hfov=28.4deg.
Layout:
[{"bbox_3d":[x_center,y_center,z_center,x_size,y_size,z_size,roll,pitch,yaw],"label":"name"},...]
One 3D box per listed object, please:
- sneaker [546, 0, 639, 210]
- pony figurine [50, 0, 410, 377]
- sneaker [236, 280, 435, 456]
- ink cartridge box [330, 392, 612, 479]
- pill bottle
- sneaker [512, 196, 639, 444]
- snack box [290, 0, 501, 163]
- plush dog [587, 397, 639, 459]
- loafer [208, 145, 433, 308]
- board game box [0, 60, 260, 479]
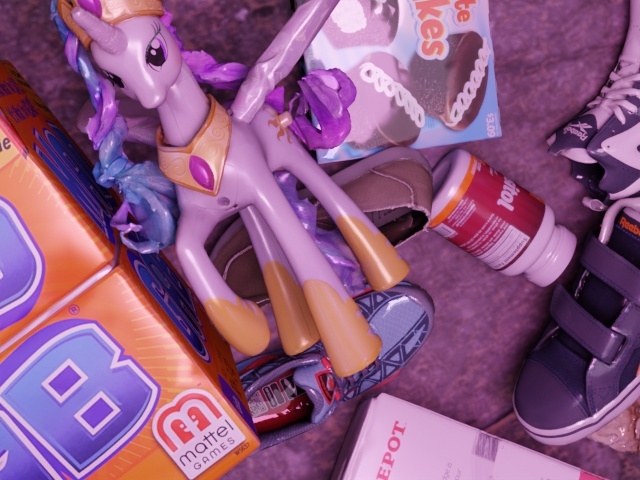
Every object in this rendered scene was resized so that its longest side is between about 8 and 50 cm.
[{"bbox_3d":[0.295,-0.135,1.259,0.153,0.094,0.235,-12,111,-15],"label":"sneaker"},{"bbox_3d":[-0.064,-0.088,1.055,0.303,0.351,0.363,-28,101,19],"label":"pony figurine"},{"bbox_3d":[0.008,0.137,1.247,0.262,0.125,0.104,-33,103,-2],"label":"sneaker"},{"bbox_3d":[0.141,0.295,1.257,0.283,0.117,0.207,22,76,-4],"label":"ink cartridge box"},{"bbox_3d":[0.177,-0.019,1.266,0.152,0.086,0.086,32,94,-13],"label":"pill bottle"},{"bbox_3d":[0.292,0.050,1.222,0.321,0.126,0.127,-46,133,-4],"label":"sneaker"},{"bbox_3d":[0.064,-0.247,1.225,0.187,0.060,0.322,-9,100,-7],"label":"snack box"},{"bbox_3d":[0.400,0.139,1.277,0.211,0.262,0.225,11,110,-43],"label":"plush dog"},{"bbox_3d":[0.000,0.000,1.216,0.251,0.087,0.094,-32,131,10],"label":"loafer"},{"bbox_3d":[-0.311,0.096,1.075,0.356,0.356,0.356,-38,102,-1],"label":"board game box"}]
